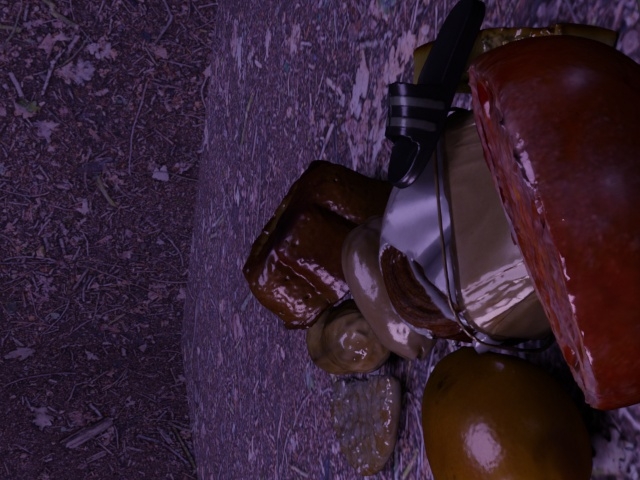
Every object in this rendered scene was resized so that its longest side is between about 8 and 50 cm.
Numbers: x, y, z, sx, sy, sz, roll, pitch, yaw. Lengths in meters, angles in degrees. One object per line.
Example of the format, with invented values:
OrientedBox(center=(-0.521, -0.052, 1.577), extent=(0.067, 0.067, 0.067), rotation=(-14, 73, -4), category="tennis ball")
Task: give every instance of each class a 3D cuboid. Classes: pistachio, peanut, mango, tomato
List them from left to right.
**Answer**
OrientedBox(center=(0.037, 0.138, 1.124), extent=(0.098, 0.103, 0.229), rotation=(53, 161, -4), category="peanut")
OrientedBox(center=(0.086, 0.054, 0.945), extent=(0.126, 0.108, 0.185), rotation=(112, 145, -65), category="pistachio")
OrientedBox(center=(0.152, 0.173, 0.699), extent=(0.221, 0.121, 0.151), rotation=(169, 100, -80), category="mango")
OrientedBox(center=(0.162, -0.022, 0.467), extent=(0.237, 0.095, 0.236), rotation=(-21, -90, -81), category="tomato")

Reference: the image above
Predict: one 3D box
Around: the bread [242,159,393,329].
OrientedBox(center=(-0.006, 0.005, 1.115), extent=(0.246, 0.135, 0.232), rotation=(-60, 14, -7), category="bread")

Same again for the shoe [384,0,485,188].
OrientedBox(center=(0.084, -0.135, 0.691), extent=(0.179, 0.049, 0.071), rotation=(-68, 17, 0), category="shoe")

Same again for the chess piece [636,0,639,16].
OrientedBox(center=(0.249, -0.035, 0.386), extent=(0.133, 0.133, 0.243), rotation=(135, 128, -67), category="chess piece")

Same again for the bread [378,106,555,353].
OrientedBox(center=(0.149, -0.005, 0.707), extent=(0.212, 0.143, 0.224), rotation=(-36, 50, 53), category="bread")

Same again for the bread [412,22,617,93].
OrientedBox(center=(0.165, -0.164, 0.727), extent=(0.226, 0.088, 0.049), rotation=(-154, 68, -73), category="bread")

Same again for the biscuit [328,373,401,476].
OrientedBox(center=(0.064, 0.261, 1.124), extent=(0.290, 0.038, 0.141), rotation=(142, 126, -71), category="biscuit")
